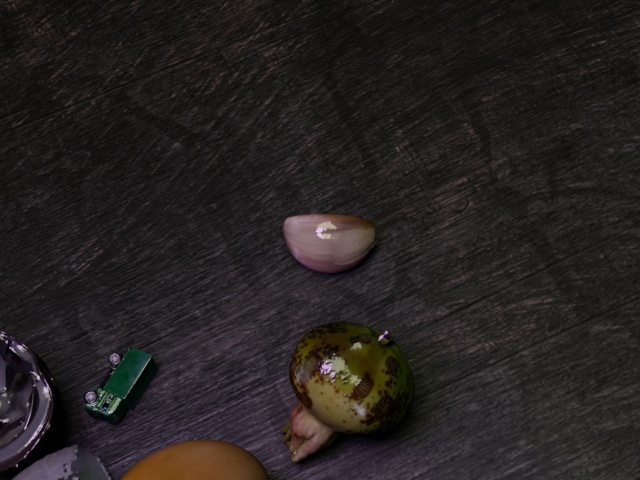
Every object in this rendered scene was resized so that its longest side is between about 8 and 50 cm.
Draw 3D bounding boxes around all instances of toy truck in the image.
[{"bbox_3d":[-0.386,0.279,2.015,0.079,0.065,0.147,23,64,19],"label":"toy truck"}]

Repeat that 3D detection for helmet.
[{"bbox_3d":[-0.586,0.320,1.961,0.225,0.177,0.305,-36,62,-6],"label":"helmet"}]

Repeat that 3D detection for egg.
[{"bbox_3d":[-0.213,0.461,1.746,0.250,0.250,0.322,34,34,27],"label":"egg"}]

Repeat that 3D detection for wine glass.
[{"bbox_3d":[-0.522,0.498,1.837,0.357,0.190,0.190,-25,57,0],"label":"wine glass"}]

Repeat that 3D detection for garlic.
[{"bbox_3d":[-0.001,-0.008,2.091,0.207,0.115,0.128,10,67,20],"label":"garlic"}]

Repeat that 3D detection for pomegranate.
[{"bbox_3d":[0.031,0.272,1.859,0.222,0.204,0.276,42,77,13],"label":"pomegranate"}]
